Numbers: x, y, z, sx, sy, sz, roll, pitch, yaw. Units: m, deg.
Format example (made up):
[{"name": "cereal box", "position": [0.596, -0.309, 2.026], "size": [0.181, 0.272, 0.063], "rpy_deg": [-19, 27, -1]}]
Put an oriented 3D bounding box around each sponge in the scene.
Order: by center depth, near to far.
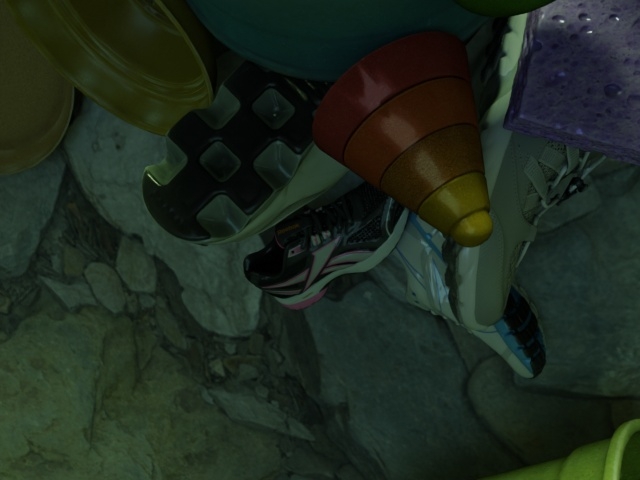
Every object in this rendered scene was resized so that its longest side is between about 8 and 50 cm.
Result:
[{"name": "sponge", "position": [0.204, -0.164, 0.478], "size": [0.117, 0.031, 0.209], "rpy_deg": [13, 85, -4]}]

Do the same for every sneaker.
[{"name": "sneaker", "position": [0.166, -0.062, 0.524], "size": [0.115, 0.105, 0.281], "rpy_deg": [15, 96, 2]}, {"name": "sneaker", "position": [0.007, -0.120, 0.585], "size": [0.331, 0.146, 0.122], "rpy_deg": [-39, 78, 2]}, {"name": "sneaker", "position": [0.000, 0.000, 0.628], "size": [0.077, 0.072, 0.178], "rpy_deg": [24, 123, -39]}, {"name": "sneaker", "position": [0.125, 0.049, 0.632], "size": [0.083, 0.071, 0.190], "rpy_deg": [-39, 86, 32]}]

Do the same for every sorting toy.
[{"name": "sorting toy", "position": [0.132, -0.118, 0.376], "size": [0.365, 0.127, 0.126], "rpy_deg": [-49, 60, 43]}]

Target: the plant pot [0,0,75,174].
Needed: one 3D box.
[{"name": "plant pot", "position": [-0.347, -0.180, 0.699], "size": [0.237, 0.032, 0.236], "rpy_deg": [5, 117, 10]}]

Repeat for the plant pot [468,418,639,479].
[{"name": "plant pot", "position": [0.184, 0.312, 0.617], "size": [0.254, 0.276, 0.276], "rpy_deg": [-18, 103, 34]}]

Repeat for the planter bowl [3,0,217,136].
[{"name": "planter bowl", "position": [-0.157, -0.195, 0.592], "size": [0.217, 0.090, 0.217], "rpy_deg": [27, 155, 14]}]

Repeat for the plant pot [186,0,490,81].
[{"name": "plant pot", "position": [0.005, -0.265, 0.387], "size": [0.272, 0.255, 0.271], "rpy_deg": [-1, 79, 7]}]
